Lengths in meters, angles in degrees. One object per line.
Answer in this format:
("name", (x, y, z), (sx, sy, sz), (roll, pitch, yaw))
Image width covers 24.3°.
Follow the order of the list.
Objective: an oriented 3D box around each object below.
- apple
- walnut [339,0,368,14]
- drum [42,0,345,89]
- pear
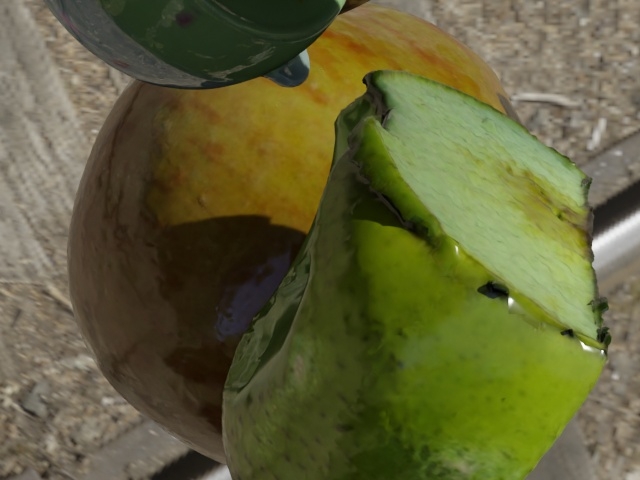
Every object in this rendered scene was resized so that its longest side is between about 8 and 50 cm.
("apple", (0.000, 0.000, 1.205), (0.400, 0.334, 0.400), (-40, 141, -44))
("walnut", (-0.038, -0.177, 0.646), (0.087, 0.211, 0.167), (-2, 84, -62))
("drum", (-0.026, -0.158, 0.482), (0.130, 0.049, 0.253), (42, 48, -33))
("pear", (0.037, 0.056, 0.845), (0.159, 0.292, 0.292), (26, 82, -3))
